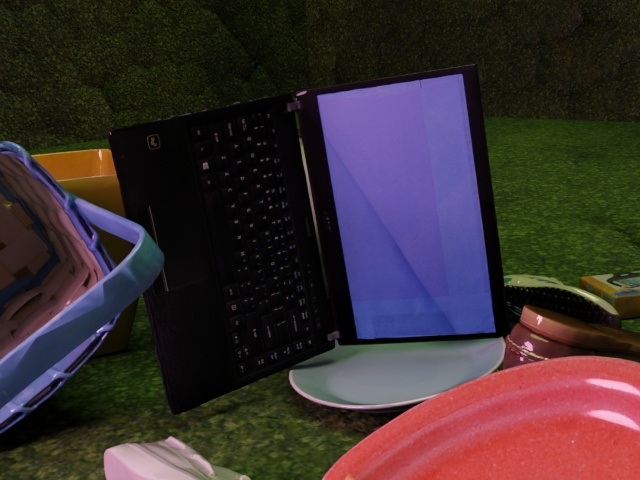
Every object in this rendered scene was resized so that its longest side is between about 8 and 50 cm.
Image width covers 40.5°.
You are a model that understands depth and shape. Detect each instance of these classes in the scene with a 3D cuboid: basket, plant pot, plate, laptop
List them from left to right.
[{"bbox_3d":[-0.256,0.050,0.627,0.254,0.201,0.289,-39,27,-14],"label":"basket"},{"bbox_3d":[-0.292,0.018,0.885,0.212,0.187,0.212,-8,15,-24],"label":"plant pot"},{"bbox_3d":[0.000,0.000,0.692,0.264,0.234,0.136,-18,15,-33],"label":"laptop"},{"bbox_3d":[0.067,0.110,0.747,0.188,0.024,0.188,-10,14,3],"label":"plate"}]

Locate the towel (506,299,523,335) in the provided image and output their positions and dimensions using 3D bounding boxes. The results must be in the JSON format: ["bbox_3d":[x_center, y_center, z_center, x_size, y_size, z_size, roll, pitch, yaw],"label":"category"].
[{"bbox_3d":[0.154,0.066,0.824,0.067,0.029,0.119,7,-11,38],"label":"towel"}]

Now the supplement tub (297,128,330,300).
[{"bbox_3d":[-0.022,-0.025,0.943,0.193,0.194,0.316,3,6,23],"label":"supplement tub"}]

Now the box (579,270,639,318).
[{"bbox_3d":[0.360,0.054,0.937,0.136,0.028,0.081,-7,14,-10],"label":"box"}]

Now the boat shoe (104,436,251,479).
[{"bbox_3d":[-0.071,0.162,0.529,0.063,0.066,0.184,-14,8,-34],"label":"boat shoe"}]

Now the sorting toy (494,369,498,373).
[{"bbox_3d":[0.129,0.110,0.787,0.062,0.012,0.083,-1,14,8],"label":"sorting toy"}]

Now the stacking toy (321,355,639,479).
[{"bbox_3d":[0.068,0.200,0.246,0.279,0.130,0.309,-31,29,2],"label":"stacking toy"}]

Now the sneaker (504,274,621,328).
[{"bbox_3d":[0.238,0.060,0.875,0.075,0.057,0.161,-21,19,-38],"label":"sneaker"}]

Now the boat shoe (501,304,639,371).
[{"bbox_3d":[0.219,0.102,0.671,0.206,0.073,0.073,13,7,-29],"label":"boat shoe"}]
